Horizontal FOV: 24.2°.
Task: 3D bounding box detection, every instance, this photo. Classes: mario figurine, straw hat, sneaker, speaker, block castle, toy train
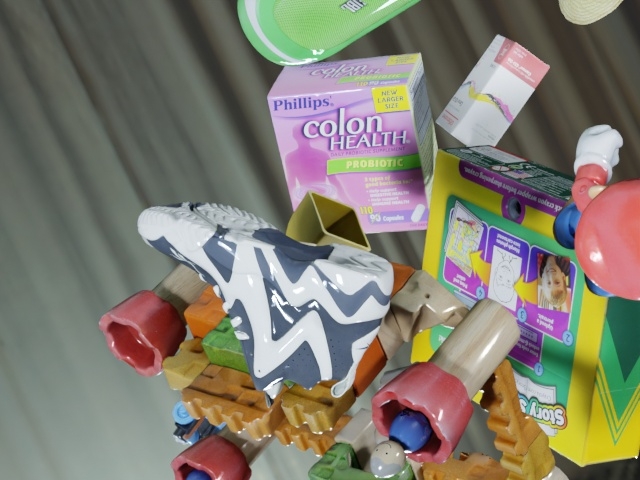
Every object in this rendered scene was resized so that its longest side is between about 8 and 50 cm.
[{"bbox_3d":[0.338,-0.013,1.495,0.320,0.198,0.170,127,-15,-89],"label":"mario figurine"},{"bbox_3d":[0.343,-0.355,1.920,0.144,0.061,0.144,-33,-140,33],"label":"straw hat"},{"bbox_3d":[-0.061,0.063,1.285,0.235,0.153,0.094,16,-165,11],"label":"sneaker"},{"bbox_3d":[0.044,-0.279,1.488,0.131,0.131,0.296,-30,-177,-42],"label":"speaker"},{"bbox_3d":[-0.001,0.188,1.502,0.453,0.303,0.213,12,-135,40],"label":"block castle"},{"bbox_3d":[-0.151,0.253,2.337,0.184,0.105,0.080,-53,151,-14],"label":"toy train"}]

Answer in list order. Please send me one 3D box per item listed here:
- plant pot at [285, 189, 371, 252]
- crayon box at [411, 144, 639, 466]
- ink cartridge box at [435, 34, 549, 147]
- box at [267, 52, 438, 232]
[{"bbox_3d":[0.000,0.000,1.913,0.081,0.081,0.083,21,125,-36],"label":"plant pot"},{"bbox_3d":[0.275,0.073,1.919,0.106,0.313,0.363,-6,-160,-32],"label":"crayon box"},{"bbox_3d":[0.234,-0.192,2.144,0.198,0.067,0.115,-56,-167,7],"label":"ink cartridge box"},{"bbox_3d":[0.058,-0.140,2.235,0.213,0.243,0.117,-3,-151,17],"label":"box"}]
